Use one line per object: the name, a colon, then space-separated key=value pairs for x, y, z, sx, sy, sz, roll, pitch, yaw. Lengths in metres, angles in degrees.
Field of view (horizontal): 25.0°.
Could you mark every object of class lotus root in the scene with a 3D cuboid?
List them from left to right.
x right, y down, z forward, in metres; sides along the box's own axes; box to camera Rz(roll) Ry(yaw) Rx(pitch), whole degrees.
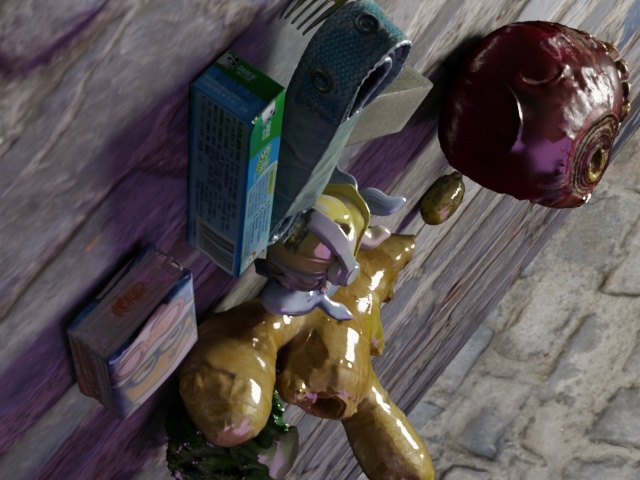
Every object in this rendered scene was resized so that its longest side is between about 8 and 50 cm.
lotus root: x=0.183 y=-0.063 z=2.120 sx=0.099 sy=0.049 sz=0.054 roll=-53 pitch=165 yaw=-26

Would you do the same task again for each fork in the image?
fork: x=0.047 y=-0.245 z=1.284 sx=0.219 sy=0.034 sz=0.028 roll=-42 pitch=170 yaw=-38

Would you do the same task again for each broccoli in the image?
broccoli: x=-0.102 y=0.214 z=1.676 sx=0.195 sy=0.156 sz=0.195 roll=-17 pitch=115 yaw=-41

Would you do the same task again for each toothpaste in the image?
toothpaste: x=-0.076 y=-0.058 z=1.265 sx=0.050 sy=0.065 sz=0.266 roll=-46 pitch=164 yaw=-25

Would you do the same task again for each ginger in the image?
ginger: x=-0.015 y=0.112 z=1.653 sx=0.122 sy=0.363 sz=0.348 roll=-40 pitch=-137 yaw=42

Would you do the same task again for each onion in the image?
onion: x=0.256 y=-0.172 z=1.797 sx=0.206 sy=0.216 sz=0.207 roll=-4 pitch=120 yaw=-51

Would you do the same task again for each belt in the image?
belt: x=-0.004 y=-0.101 z=1.324 sx=0.087 sy=0.072 sz=0.302 roll=-40 pitch=169 yaw=-39

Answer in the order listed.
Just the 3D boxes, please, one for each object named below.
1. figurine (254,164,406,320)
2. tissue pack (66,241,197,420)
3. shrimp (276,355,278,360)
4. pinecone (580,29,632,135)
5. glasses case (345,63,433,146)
figurine: x=0.000 y=0.000 z=1.547 sx=0.208 sy=0.128 sz=0.184 roll=-55 pitch=166 yaw=-27
tissue pack: x=-0.169 y=0.085 z=1.313 sx=0.115 sy=0.065 sz=0.155 roll=-49 pitch=164 yaw=-23
shrimp: x=-0.021 y=0.102 z=1.804 sx=0.152 sy=0.046 sz=0.219 roll=-59 pitch=179 yaw=3
pinecone: x=0.359 y=-0.213 z=2.074 sx=0.150 sy=0.179 sz=0.195 roll=100 pitch=8 yaw=-62
glasses case: x=0.050 y=-0.143 z=1.507 sx=0.071 sy=0.047 sz=0.205 roll=-55 pitch=167 yaw=23
